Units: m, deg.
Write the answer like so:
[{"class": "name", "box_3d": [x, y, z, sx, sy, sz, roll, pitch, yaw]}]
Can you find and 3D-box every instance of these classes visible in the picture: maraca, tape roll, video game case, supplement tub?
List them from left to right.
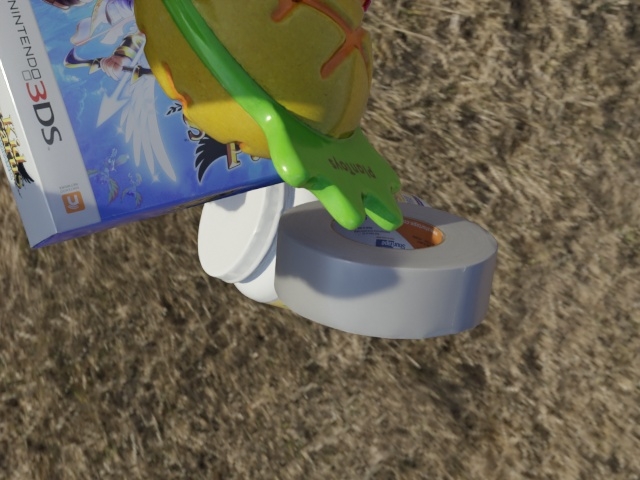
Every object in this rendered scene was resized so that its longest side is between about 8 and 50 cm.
[{"class": "video game case", "box_3d": [-0.144, -0.145, 0.817, 0.269, 0.061, 0.244, -18, 90, -37]}, {"class": "maraca", "box_3d": [-0.021, -0.082, 0.461, 0.099, 0.185, 0.127, -39, 162, 26]}, {"class": "supplement tub", "box_3d": [0.000, 0.000, 1.565, 0.331, 0.241, 0.241, 18, 100, -30]}, {"class": "tape roll", "box_3d": [0.064, 0.022, 0.994, 0.219, 0.219, 0.072, -2, 111, -22]}]

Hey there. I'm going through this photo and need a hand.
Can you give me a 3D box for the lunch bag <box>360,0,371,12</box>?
[{"class": "lunch bag", "box_3d": [-0.035, -0.401, 1.210, 0.258, 0.120, 0.293, -1, 90, -16]}]
